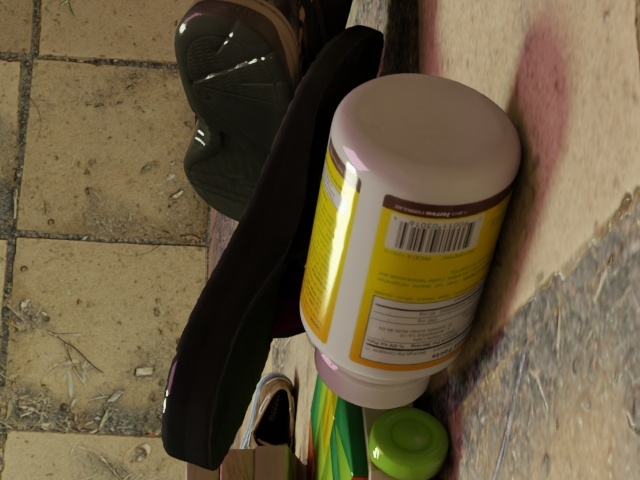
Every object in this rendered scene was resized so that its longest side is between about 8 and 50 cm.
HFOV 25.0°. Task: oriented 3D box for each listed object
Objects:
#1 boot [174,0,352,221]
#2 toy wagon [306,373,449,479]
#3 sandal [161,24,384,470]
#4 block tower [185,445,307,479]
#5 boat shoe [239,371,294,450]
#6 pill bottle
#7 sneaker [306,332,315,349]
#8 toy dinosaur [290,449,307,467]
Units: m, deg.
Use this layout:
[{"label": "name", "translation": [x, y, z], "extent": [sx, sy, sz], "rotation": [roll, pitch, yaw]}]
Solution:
[{"label": "boot", "translation": [-0.028, -0.195, 1.355], "extent": [0.377, 0.138, 0.284], "rotation": [82, -154, -62]}, {"label": "toy wagon", "translation": [0.033, 0.170, 1.164], "extent": [0.344, 0.068, 0.267], "rotation": [-96, 13, -49]}, {"label": "sandal", "translation": [-0.001, 0.003, 1.153], "extent": [0.167, 0.107, 0.445], "rotation": [94, -166, -49]}, {"label": "block tower", "translation": [-0.047, 0.260, 1.319], "extent": [0.335, 0.091, 0.097], "rotation": [65, -156, -71]}, {"label": "boat shoe", "translation": [-0.069, 0.263, 1.849], "extent": [0.066, 0.066, 0.183], "rotation": [-148, 62, -79]}, {"label": "pill bottle", "translation": [0.051, 0.008, 0.929], "extent": [0.117, 0.117, 0.215], "rotation": [-95, 12, -47]}, {"label": "sneaker", "translation": [0.021, 0.053, 1.382], "extent": [0.188, 0.066, 0.071], "rotation": [-87, -13, -49]}, {"label": "toy dinosaur", "translation": [-0.077, 0.347, 1.709], "extent": [0.200, 0.127, 0.295], "rotation": [-108, 16, -51]}]
